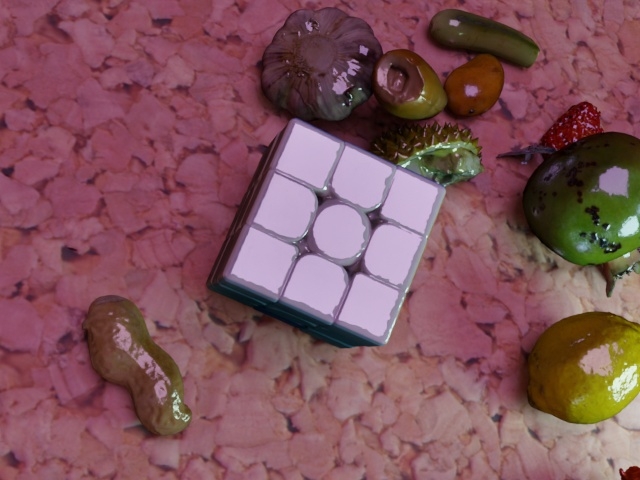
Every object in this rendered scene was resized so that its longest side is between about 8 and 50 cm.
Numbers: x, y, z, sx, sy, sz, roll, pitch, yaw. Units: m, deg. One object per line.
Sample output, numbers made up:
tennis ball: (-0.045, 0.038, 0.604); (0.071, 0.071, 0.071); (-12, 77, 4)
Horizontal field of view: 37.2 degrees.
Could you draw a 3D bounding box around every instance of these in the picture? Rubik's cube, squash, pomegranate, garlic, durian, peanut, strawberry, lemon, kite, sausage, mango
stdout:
Rubik's cube: (0.000, 0.000, 1.632); (0.290, 0.291, 0.291); (24, 78, -10)
squash: (0.350, -0.438, 2.050); (0.250, 0.083, 0.083); (13, 68, -17)
pomegranate: (0.554, -0.047, 1.874); (0.291, 0.291, 0.323); (-14, 85, -22)
garlic: (0.004, -0.336, 1.857); (0.245, 0.160, 0.245); (-2, 77, 9)
durian: (0.208, -0.152, 1.864); (0.306, 0.172, 0.166); (-13, 100, -30)
peanut: (-0.305, 0.209, 1.589); (0.117, 0.101, 0.263); (-38, 88, -1)
strawberry: (0.550, -0.232, 2.039); (0.121, 0.082, 0.188); (29, 68, -3)
lemon: (0.501, 0.239, 1.789); (0.260, 0.204, 0.204); (-31, 83, -6)
kite: (0.432, -0.180, 1.973); (0.157, 0.139, 0.011); (-46, 127, -63)
sausage: (0.179, -0.292, 1.839); (0.134, 0.354, 0.116); (33, 100, 10)
mango: (0.327, -0.323, 1.996); (0.165, 0.089, 0.115); (-33, 75, -29)

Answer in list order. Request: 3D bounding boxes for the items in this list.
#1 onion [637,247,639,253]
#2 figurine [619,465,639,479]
onion: (0.781, -0.079, 2.018); (0.267, 0.159, 0.349); (34, 63, -1)
figurine: (0.547, 0.517, 1.647); (0.412, 0.306, 0.241); (5, 79, -15)
